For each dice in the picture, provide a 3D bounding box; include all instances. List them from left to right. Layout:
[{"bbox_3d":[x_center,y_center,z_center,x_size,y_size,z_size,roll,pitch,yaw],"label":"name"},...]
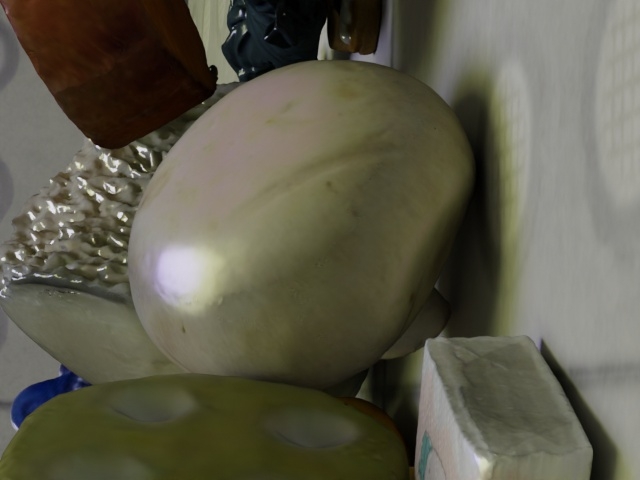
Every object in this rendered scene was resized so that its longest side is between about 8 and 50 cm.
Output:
[{"bbox_3d":[-0.072,0.220,1.136,0.238,0.233,0.226,-73,-12,-71],"label":"dice"}]

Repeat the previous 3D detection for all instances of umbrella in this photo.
[{"bbox_3d":[-0.043,-0.194,1.766,0.349,0.094,0.143,95,172,-78],"label":"umbrella"}]

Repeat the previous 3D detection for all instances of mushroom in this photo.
[{"bbox_3d":[0.000,0.000,1.289,0.246,0.202,0.246,-36,31,26],"label":"mushroom"}]

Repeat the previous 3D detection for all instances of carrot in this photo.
[{"bbox_3d":[-0.174,-0.223,1.459,0.258,0.100,0.307,42,-152,-72],"label":"carrot"}]

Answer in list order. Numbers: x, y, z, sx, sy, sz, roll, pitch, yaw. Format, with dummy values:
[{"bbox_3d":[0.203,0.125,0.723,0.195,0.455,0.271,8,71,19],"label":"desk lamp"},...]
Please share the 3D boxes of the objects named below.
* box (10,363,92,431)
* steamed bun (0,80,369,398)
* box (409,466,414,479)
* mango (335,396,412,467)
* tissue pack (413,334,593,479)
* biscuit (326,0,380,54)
[{"bbox_3d":[-0.150,0.223,1.992,0.206,0.291,0.262,87,176,-52],"label":"box"},{"bbox_3d":[-0.112,0.032,1.533,0.290,0.272,0.273,21,126,40],"label":"steamed bun"},{"bbox_3d":[-0.008,0.236,1.361,0.269,0.043,0.152,-14,86,56],"label":"box"},{"bbox_3d":[0.018,0.176,1.450,0.163,0.089,0.111,101,167,-61],"label":"mango"},{"bbox_3d":[0.083,0.229,1.064,0.170,0.071,0.325,-113,26,-72],"label":"tissue pack"},{"bbox_3d":[0.021,-0.242,1.729,0.240,0.035,0.158,-129,44,-76],"label":"biscuit"}]
